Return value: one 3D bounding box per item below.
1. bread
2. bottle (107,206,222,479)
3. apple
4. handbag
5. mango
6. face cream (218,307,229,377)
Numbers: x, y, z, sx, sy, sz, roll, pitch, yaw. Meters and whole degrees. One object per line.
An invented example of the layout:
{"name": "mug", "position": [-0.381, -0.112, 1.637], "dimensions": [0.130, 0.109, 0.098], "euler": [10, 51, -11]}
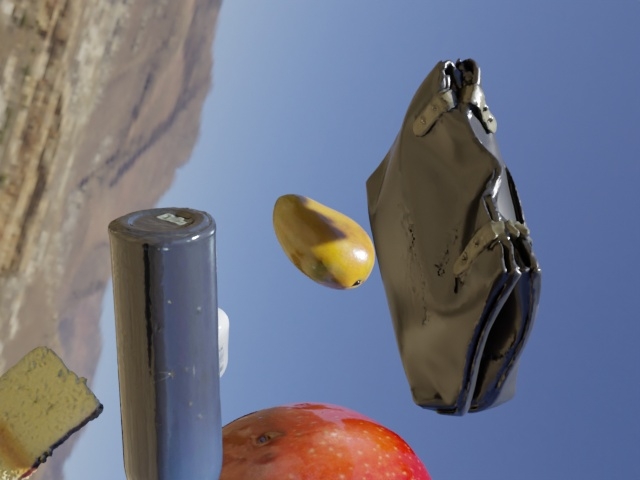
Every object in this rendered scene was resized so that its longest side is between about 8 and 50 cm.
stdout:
{"name": "bread", "position": [-0.365, 0.271, 1.354], "dimensions": [0.240, 0.135, 0.178], "euler": [-43, 153, -15]}
{"name": "bottle", "position": [-0.108, 0.102, 0.770], "dimensions": [0.072, 0.082, 0.244], "euler": [21, -61, 48]}
{"name": "apple", "position": [-0.007, 0.265, 0.975], "dimensions": [0.260, 0.217, 0.260], "euler": [160, -90, -76]}
{"name": "handbag", "position": [0.149, -0.014, 1.160], "dimensions": [0.288, 0.152, 0.342], "euler": [100, -21, -64]}
{"name": "mango", "position": [0.001, 0.004, 1.542], "dimensions": [0.089, 0.163, 0.111], "euler": [-53, -165, 42]}
{"name": "face cream", "position": [-0.198, 0.195, 1.641], "dimensions": [0.144, 0.071, 0.291], "euler": [-35, 161, -18]}
